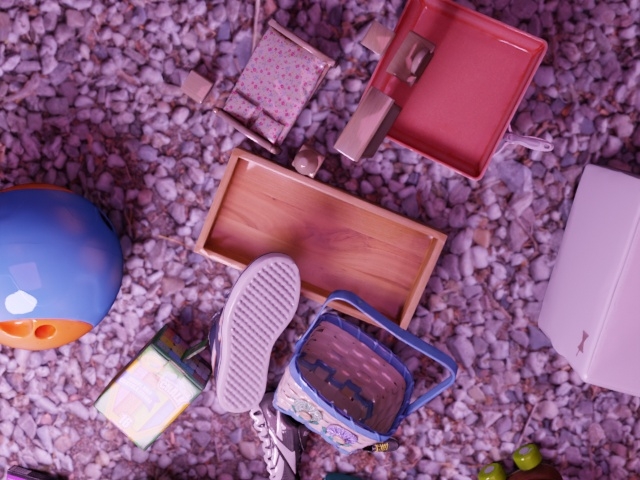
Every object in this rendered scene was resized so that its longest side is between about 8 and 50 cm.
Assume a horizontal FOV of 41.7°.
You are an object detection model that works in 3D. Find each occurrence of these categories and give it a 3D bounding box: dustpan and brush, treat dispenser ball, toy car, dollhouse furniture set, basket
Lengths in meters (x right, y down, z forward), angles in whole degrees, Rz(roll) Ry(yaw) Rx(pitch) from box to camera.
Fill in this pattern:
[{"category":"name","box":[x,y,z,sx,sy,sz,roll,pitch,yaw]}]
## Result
[{"category":"dustpan and brush","box":[0.308,-0.192,1.499,0.211,0.060,0.147,14,100,0]},{"category":"treat dispenser ball","box":[-0.487,0.045,1.449,0.288,0.288,0.288,0,99,2]},{"category":"toy car","box":[0.392,0.495,1.544,0.149,0.188,0.155,-31,97,6]},{"category":"dollhouse furniture set","box":[-0.036,-0.289,1.409,0.355,0.174,0.303,33,101,5]},{"category":"basket","box":[0.068,0.235,1.480,0.254,0.201,0.289,34,126,-2]}]

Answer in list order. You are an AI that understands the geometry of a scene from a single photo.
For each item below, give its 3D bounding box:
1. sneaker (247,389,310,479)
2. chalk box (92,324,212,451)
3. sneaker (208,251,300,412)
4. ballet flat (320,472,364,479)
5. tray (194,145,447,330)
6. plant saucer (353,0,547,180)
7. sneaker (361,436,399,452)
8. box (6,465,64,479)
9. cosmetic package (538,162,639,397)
[{"category":"sneaker","box":[-0.060,0.386,1.597,0.106,0.078,0.234,-17,96,7]},{"category":"chalk box","box":[-0.291,0.253,1.556,0.132,0.132,0.213,43,97,-5]},{"category":"sneaker","box":[-0.131,0.144,1.507,0.126,0.127,0.321,10,115,-22]},{"category":"ballet flat","box":[0.143,0.530,1.608,0.315,0.107,0.106,13,104,10]},{"category":"tray","box":[0.000,0.000,1.536,0.410,0.076,0.203,22,99,-3]},{"category":"plant saucer","box":[0.224,-0.271,1.465,0.258,0.047,0.259,28,100,17]},{"category":"sneaker","box":[0.110,0.396,1.614,0.083,0.035,0.031,1,100,2]},{"category":"box","box":[-0.568,0.535,1.653,0.116,0.029,0.162,13,99,11]},{"category":"cosmetic package","box":[0.625,0.087,1.400,0.393,0.329,0.328,15,100,-1]}]
